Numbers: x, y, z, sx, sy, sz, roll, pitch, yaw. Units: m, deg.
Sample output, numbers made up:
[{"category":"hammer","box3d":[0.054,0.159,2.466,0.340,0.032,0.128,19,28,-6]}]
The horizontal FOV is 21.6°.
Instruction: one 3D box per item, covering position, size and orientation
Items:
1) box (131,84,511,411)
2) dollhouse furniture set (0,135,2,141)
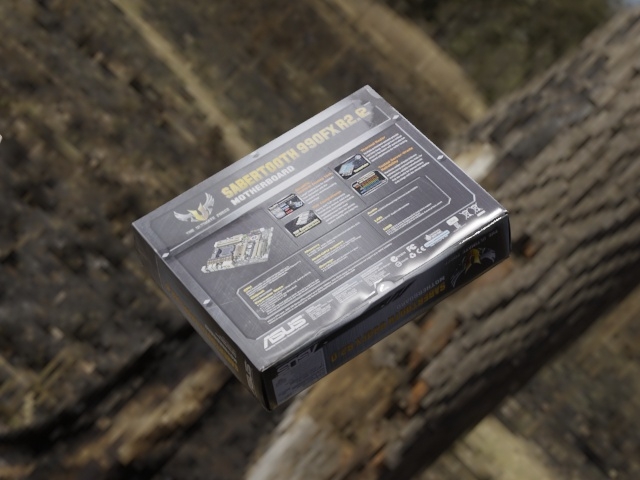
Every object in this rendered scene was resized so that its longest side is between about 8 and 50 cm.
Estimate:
[{"category":"box","box3d":[0.000,0.000,1.278,0.183,0.231,0.056,45,-22,35]},{"category":"dollhouse furniture set","box3d":[-0.318,-0.085,1.299,0.114,0.091,0.081,31,23,-24]}]
